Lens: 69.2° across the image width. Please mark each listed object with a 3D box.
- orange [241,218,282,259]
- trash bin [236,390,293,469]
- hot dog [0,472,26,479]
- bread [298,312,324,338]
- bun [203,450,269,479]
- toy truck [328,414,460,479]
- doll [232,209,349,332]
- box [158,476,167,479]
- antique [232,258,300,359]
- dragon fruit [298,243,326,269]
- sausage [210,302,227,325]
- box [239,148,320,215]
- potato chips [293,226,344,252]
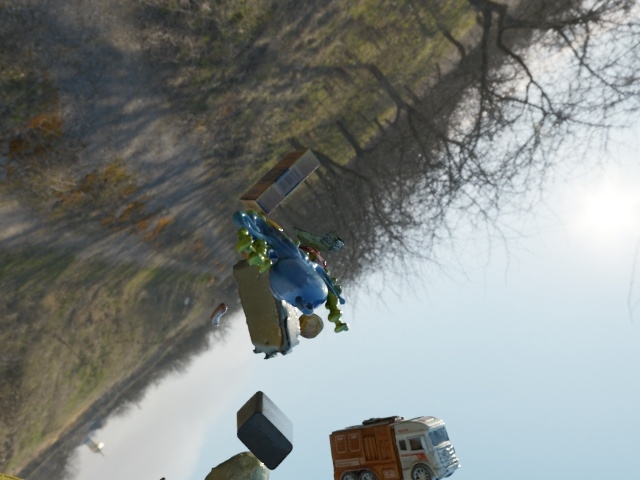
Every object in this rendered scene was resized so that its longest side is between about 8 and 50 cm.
[{"bbox_3d":[-0.178,0.007,1.452,0.134,0.157,0.156,-5,-150,41],"label":"orange"},{"bbox_3d":[-0.165,0.560,1.370,0.115,0.165,0.225,-44,180,-9],"label":"trash bin"},{"bbox_3d":[-0.705,0.539,1.013,0.047,0.216,0.066,-50,-142,-8],"label":"hot dog"},{"bbox_3d":[-0.041,0.324,1.765,0.110,0.110,0.024,-43,-169,10],"label":"bread"},{"bbox_3d":[-0.296,0.903,1.709,0.259,0.259,0.152,-43,-132,6],"label":"bun"},{"bbox_3d":[0.218,0.656,1.448,0.387,0.207,0.173,-24,157,32],"label":"toy truck"},{"bbox_3d":[-0.085,0.062,1.112,0.099,0.346,0.341,-47,-147,10],"label":"doll"},{"bbox_3d":[-0.466,0.927,1.356,0.239,0.229,0.339,-47,-162,33],"label":"box"},{"bbox_3d":[-0.141,0.185,1.307,0.125,0.284,0.150,-13,173,19],"label":"antique"},{"bbox_3d":[-0.080,0.123,2.028,0.227,0.224,0.224,-4,178,-9],"label":"dragon fruit"},{"bbox_3d":[-0.431,0.313,1.952,0.177,0.047,0.040,129,-26,-49],"label":"sausage"},{"bbox_3d":[-0.127,-0.181,1.435,0.237,0.070,0.152,-44,-157,-15],"label":"box"},{"bbox_3d":[0.001,-0.004,1.875,0.219,0.202,0.029,2,-120,38],"label":"potato chips"}]
